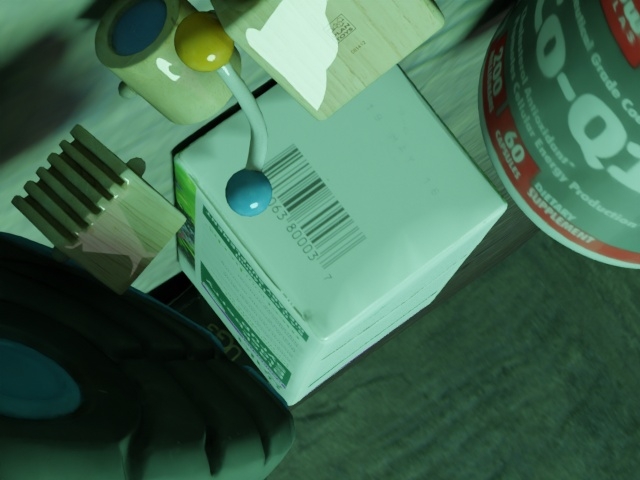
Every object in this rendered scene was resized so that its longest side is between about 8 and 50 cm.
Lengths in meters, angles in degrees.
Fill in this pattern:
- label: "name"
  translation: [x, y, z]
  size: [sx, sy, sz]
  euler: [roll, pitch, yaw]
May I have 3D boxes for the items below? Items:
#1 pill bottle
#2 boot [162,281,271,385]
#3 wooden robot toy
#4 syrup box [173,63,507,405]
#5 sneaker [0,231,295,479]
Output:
- label: "pill bottle"
  translation: [0.184, -0.102, 0.740]
  size: [0.161, 0.161, 0.283]
  euler: [-35, 172, -22]
- label: "boot"
  translation: [-0.089, 0.096, 0.976]
  size: [0.263, 0.091, 0.229]
  euler: [-37, 173, -24]
- label: "wooden robot toy"
  translation: [-0.020, -0.069, 0.428]
  size: [0.173, 0.076, 0.079]
  euler: [-38, 138, 11]
- label: "syrup box"
  translation: [0.000, 0.000, 0.768]
  size: [0.096, 0.093, 0.237]
  euler: [-36, 174, -11]
- label: "sneaker"
  translation: [-0.136, 0.084, 0.386]
  size: [0.341, 0.125, 0.140]
  euler: [-13, 129, -54]
